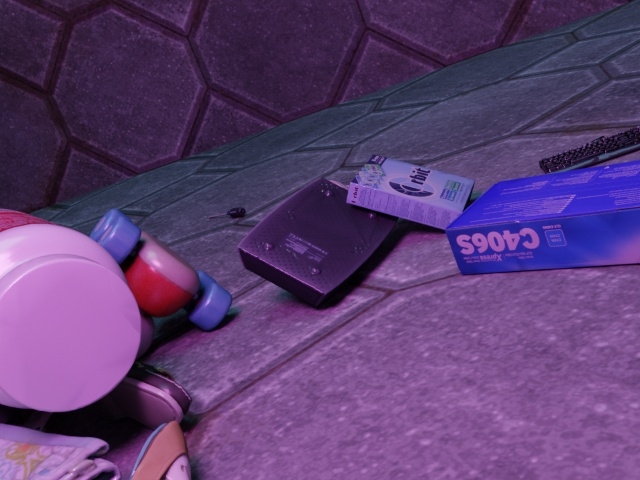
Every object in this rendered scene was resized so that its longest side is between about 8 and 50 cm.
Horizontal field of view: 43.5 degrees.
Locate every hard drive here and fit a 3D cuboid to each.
[{"bbox_3d":[0.000,0.000,1.255,0.172,0.054,0.254,27,39,16],"label":"hard drive"}]

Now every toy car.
[{"bbox_3d":[-0.306,0.111,1.275,0.238,0.219,0.210,-53,21,-5],"label":"toy car"}]

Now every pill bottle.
[{"bbox_3d":[-0.386,0.084,1.049,0.229,0.229,0.407,-30,21,-26],"label":"pill bottle"}]

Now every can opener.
[{"bbox_3d":[-0.408,0.216,1.180,0.074,0.093,0.280,-21,11,5],"label":"can opener"}]

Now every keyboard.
[{"bbox_3d":[0.461,-0.154,1.357,0.180,0.023,0.108,-18,16,10],"label":"keyboard"}]

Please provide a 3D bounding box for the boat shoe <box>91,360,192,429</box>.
[{"bbox_3d":[-0.228,0.190,1.030,0.227,0.081,0.068,-7,26,49],"label":"boat shoe"}]

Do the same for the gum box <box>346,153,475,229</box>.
[{"bbox_3d":[0.153,-0.081,1.331,0.184,0.041,0.157,16,27,11],"label":"gum box"}]

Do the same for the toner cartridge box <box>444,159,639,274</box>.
[{"bbox_3d":[0.350,-0.034,1.021,0.347,0.075,0.165,-6,23,43],"label":"toner cartridge box"}]

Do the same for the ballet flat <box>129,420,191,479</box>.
[{"bbox_3d":[-0.162,0.262,0.769,0.073,0.080,0.232,12,28,11],"label":"ballet flat"}]

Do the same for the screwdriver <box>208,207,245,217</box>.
[{"bbox_3d":[-0.234,-0.067,1.967,0.024,0.025,0.170,-33,20,-33],"label":"screwdriver"}]

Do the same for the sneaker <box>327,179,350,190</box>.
[{"bbox_3d":[0.039,-0.063,1.446,0.103,0.111,0.252,-8,21,40],"label":"sneaker"}]

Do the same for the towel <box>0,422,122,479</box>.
[{"bbox_3d":[-0.425,0.320,0.853,0.374,0.090,0.320,-8,20,40],"label":"towel"}]
